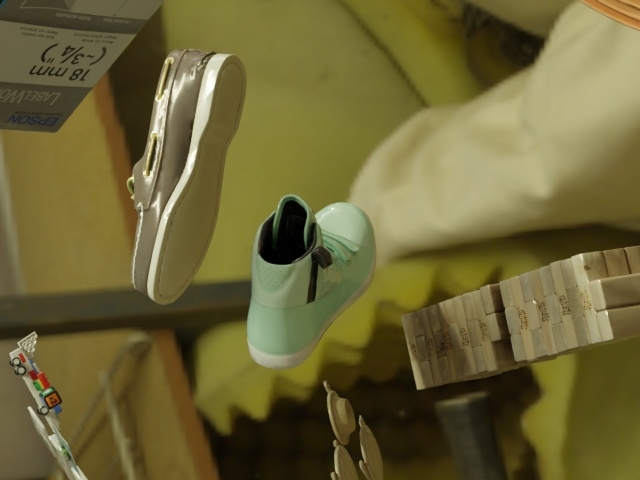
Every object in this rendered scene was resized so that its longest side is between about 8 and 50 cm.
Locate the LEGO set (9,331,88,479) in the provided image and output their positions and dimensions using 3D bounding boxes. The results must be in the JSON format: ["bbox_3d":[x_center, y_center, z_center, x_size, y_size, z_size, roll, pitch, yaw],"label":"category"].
[{"bbox_3d":[-0.353,0.246,2.016,0.182,0.060,0.244,45,157,36],"label":"LEGO set"}]

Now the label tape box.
[{"bbox_3d":[-0.303,-0.169,1.249,0.334,0.241,0.106,-43,63,33],"label":"label tape box"}]

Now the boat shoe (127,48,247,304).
[{"bbox_3d":[-0.184,-0.083,1.860,0.097,0.116,0.324,13,87,24],"label":"boat shoe"}]

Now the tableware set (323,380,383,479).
[{"bbox_3d":[0.035,0.226,1.463,0.168,0.020,0.141,-91,-21,-50],"label":"tableware set"}]

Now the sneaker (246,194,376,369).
[{"bbox_3d":[0.000,0.000,1.520,0.256,0.094,0.151,-59,-22,-50],"label":"sneaker"}]

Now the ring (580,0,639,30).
[{"bbox_3d":[0.225,-0.263,0.910,0.337,0.032,0.336,27,144,21],"label":"ring"}]

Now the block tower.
[{"bbox_3d":[0.220,0.085,1.561,0.335,0.097,0.091,-23,75,56],"label":"block tower"}]
